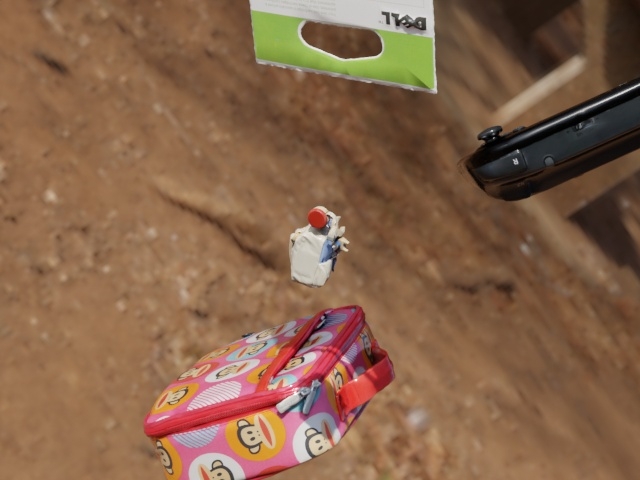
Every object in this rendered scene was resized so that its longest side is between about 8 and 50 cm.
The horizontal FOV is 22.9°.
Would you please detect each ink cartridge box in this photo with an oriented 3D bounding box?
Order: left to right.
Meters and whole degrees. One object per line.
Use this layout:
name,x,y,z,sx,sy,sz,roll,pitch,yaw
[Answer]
ink cartridge box,0.031,-0.271,1.341,0.097,0.189,0.255,-45,139,-49

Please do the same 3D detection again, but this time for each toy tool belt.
toy tool belt,0.000,0.000,1.462,0.052,0.083,0.051,21,28,17

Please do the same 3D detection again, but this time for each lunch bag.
lunch bag,-0.041,0.176,1.799,0.120,0.258,0.293,69,20,-10

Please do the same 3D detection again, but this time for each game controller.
game controller,0.259,-0.117,1.260,0.166,0.319,0.067,-107,173,-81
